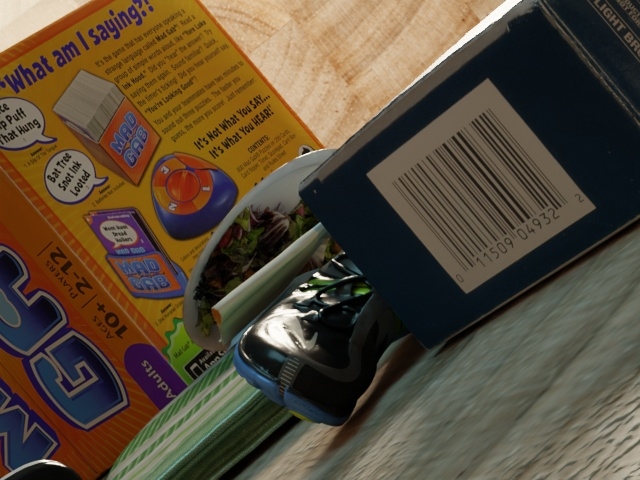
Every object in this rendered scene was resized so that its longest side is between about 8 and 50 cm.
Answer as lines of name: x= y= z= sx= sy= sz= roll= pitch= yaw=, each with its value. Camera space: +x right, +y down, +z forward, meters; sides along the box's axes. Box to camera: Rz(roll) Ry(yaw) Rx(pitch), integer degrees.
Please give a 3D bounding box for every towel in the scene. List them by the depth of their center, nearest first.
towel: x=-0.042 y=0.094 z=1.039 sx=0.248 sy=0.038 sz=0.325 roll=-41 pitch=4 yaw=-5

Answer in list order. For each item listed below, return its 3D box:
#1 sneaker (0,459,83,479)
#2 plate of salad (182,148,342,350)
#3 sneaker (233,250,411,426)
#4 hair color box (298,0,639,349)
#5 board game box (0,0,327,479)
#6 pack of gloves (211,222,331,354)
sneaker: x=-0.167 y=0.190 z=0.828 sx=0.121 sy=0.079 sz=0.217 roll=-32 pitch=16 yaw=50
plate of salad: x=-0.028 y=0.015 z=1.296 sx=0.200 sy=0.048 sz=0.199 roll=-36 pitch=-30 yaw=-24
sneaker: x=0.017 y=0.029 z=0.796 sx=0.188 sy=0.067 sz=0.078 roll=-40 pitch=-20 yaw=-57
hair color box: x=0.152 y=-0.102 z=0.814 sx=0.174 sy=0.105 sz=0.347 roll=-37 pitch=3 yaw=42
board game box: x=-0.233 y=0.005 z=1.625 sx=0.356 sy=0.356 sz=0.356 roll=-38 pitch=3 yaw=42
pack of gloves: x=0.000 y=0.000 z=1.233 sx=0.232 sy=0.046 sz=0.195 roll=-39 pitch=-14 yaw=-15
